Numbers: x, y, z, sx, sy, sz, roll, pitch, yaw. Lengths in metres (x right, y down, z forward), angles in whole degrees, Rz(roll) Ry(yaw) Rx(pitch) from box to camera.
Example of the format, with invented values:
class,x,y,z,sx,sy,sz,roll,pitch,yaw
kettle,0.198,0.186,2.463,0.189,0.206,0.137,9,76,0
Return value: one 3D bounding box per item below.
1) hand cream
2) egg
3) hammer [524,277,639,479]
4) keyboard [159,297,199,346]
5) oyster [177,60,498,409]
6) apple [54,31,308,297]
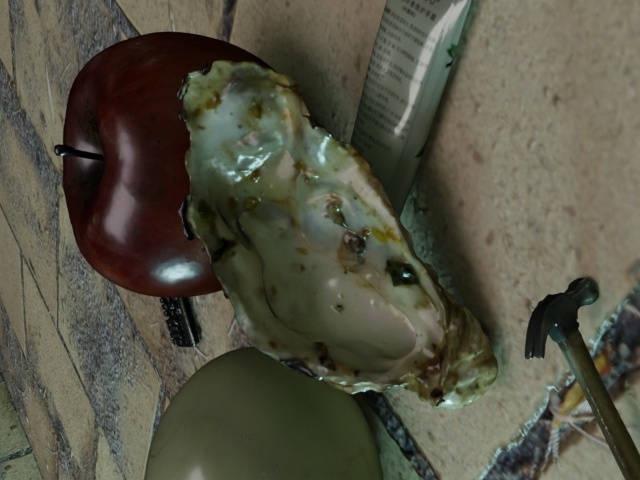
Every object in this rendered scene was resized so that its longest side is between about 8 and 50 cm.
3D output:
class,x,y,z,sx,sy,sz,roll,pitch,yaw
hand cream,0.054,-0.096,0.588,0.080,0.050,0.234,47,137,38
egg,-0.050,0.227,0.742,0.219,0.219,0.269,4,103,59
hammer,0.174,0.115,0.484,0.017,0.062,0.182,-28,86,61
keyboard,-0.216,0.037,1.120,0.094,0.025,0.230,-17,90,63
oyster,0.006,-0.003,0.591,0.166,0.094,0.294,-19,103,24
apple,-0.115,-0.068,0.702,0.234,0.234,0.234,34,132,48
